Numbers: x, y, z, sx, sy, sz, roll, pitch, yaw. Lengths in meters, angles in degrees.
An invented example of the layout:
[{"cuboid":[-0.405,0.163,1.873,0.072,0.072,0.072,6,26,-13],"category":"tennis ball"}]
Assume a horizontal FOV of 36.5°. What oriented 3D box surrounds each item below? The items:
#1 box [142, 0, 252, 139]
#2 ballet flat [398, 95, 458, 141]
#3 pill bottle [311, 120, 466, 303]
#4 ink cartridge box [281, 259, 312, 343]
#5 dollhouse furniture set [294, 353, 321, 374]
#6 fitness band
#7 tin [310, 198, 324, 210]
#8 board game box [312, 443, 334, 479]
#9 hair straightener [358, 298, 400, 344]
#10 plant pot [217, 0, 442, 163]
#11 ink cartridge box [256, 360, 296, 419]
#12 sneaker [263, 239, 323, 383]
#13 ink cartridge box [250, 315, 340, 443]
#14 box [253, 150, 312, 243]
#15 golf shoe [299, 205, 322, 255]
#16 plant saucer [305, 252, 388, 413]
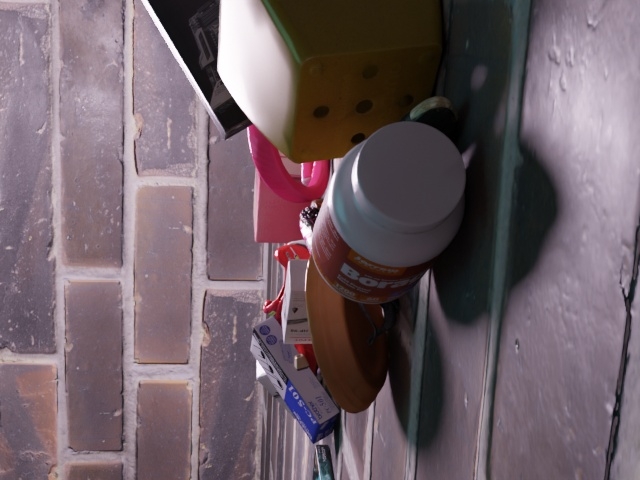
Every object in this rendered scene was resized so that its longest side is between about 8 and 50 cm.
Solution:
[{"cuboid":[-0.097,-0.322,1.249,0.307,0.242,0.076,60,173,-2],"category":"box"},{"cuboid":[0.091,-0.100,0.921,0.173,0.057,0.049,116,159,-73],"category":"ballet flat"},{"cuboid":[0.061,-0.023,0.883,0.216,0.121,0.121,110,160,-72],"category":"pill bottle"},{"cuboid":[-0.004,0.106,1.492,0.180,0.104,0.060,99,169,-51],"category":"ink cartridge box"},{"cuboid":[0.017,0.212,1.456,0.114,0.091,0.081,-148,44,-79],"category":"dollhouse furniture set"},{"cuboid":[-0.056,-0.205,1.717,0.209,0.054,0.291,30,-129,-52],"category":"fitness band"},{"cuboid":[-0.004,-0.004,1.815,0.190,0.040,0.106,101,172,-57],"category":"tin"},{"cuboid":[0.002,0.472,1.714,0.126,0.026,0.186,-102,15,-61],"category":"board game box"},{"cuboid":[0.048,0.006,1.127,0.047,0.089,0.231,-17,66,42],"category":"hair straightener"},{"cuboid":[0.017,-0.201,1.007,0.212,0.212,0.187,99,158,-50],"category":"plant pot"},{"cuboid":[-0.060,0.248,1.828,0.150,0.063,0.109,53,-158,-39],"category":"ink cartridge box"},{"cuboid":[-0.043,0.137,1.738,0.107,0.118,0.279,-128,37,-80],"category":"sneaker"},{"cuboid":[-0.047,0.239,1.665,0.207,0.046,0.097,53,156,23],"category":"ink cartridge box"},{"cuboid":[-0.070,-0.125,1.999,0.149,0.126,0.232,-96,9,-48],"category":"box"},{"cuboid":[0.000,0.000,1.632,0.186,0.067,0.086,-105,16,-66],"category":"golf shoe"},{"cuboid":[0.037,0.099,1.131,0.200,0.037,0.200,-14,-90,-72],"category":"plant saucer"}]
